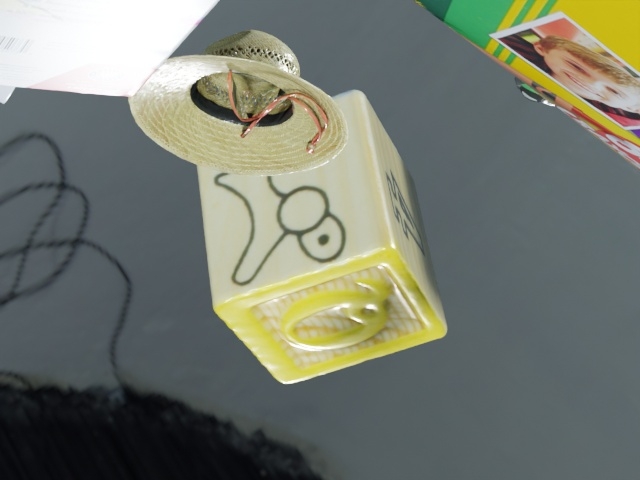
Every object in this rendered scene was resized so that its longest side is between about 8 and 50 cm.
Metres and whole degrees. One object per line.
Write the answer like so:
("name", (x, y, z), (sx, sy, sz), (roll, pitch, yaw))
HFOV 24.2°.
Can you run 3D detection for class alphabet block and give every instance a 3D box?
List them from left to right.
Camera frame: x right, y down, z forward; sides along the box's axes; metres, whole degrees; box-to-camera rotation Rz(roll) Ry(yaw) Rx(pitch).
("alphabet block", (0.000, 0.000, 1.496), (0.192, 0.197, 0.193), (-19, 145, 15))

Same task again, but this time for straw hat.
("straw hat", (-0.048, -0.102, 0.971), (0.144, 0.061, 0.144), (9, 152, 5))

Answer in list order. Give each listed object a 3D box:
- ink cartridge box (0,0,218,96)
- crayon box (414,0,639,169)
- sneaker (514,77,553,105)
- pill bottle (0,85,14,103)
("ink cartridge box", (-0.106, -0.138, 0.682), (0.115, 0.067, 0.198), (3, 160, -29))
("crayon box", (0.234, -0.062, 0.644), (0.363, 0.313, 0.106), (32, 88, -26))
("sneaker", (0.383, -0.162, 1.634), (0.343, 0.134, 0.146), (6, 139, 15))
("pill bottle", (-0.377, -0.222, 1.313), (0.264, 0.146, 0.146), (29, 114, -15))
